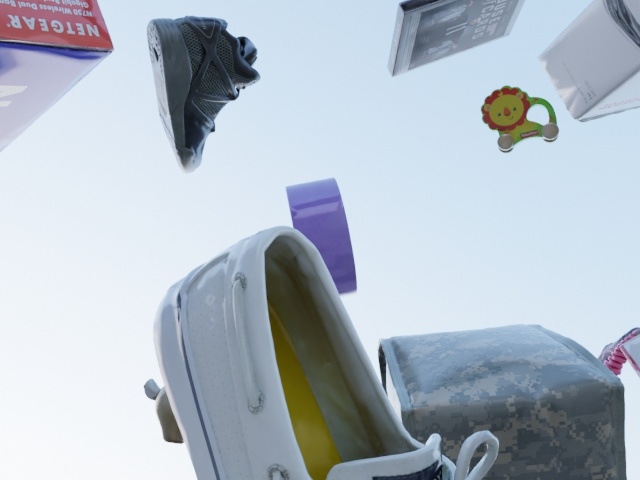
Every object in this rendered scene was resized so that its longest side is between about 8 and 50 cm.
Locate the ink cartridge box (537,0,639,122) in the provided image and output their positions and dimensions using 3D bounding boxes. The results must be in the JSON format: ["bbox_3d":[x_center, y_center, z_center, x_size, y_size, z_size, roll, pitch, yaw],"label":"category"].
[{"bbox_3d":[0.310,-0.196,0.513,0.140,0.082,0.190,-17,-15,-28],"label":"ink cartridge box"}]

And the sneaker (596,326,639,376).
[{"bbox_3d":[0.526,0.193,1.057,0.047,0.057,0.119,27,-66,-9],"label":"sneaker"}]

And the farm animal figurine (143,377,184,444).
[{"bbox_3d":[-0.089,0.225,0.517,0.327,0.330,0.172,-27,-38,-21],"label":"farm animal figurine"}]

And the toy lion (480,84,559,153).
[{"bbox_3d":[0.288,-0.181,0.870,0.100,0.095,0.034,-11,-7,20],"label":"toy lion"}]

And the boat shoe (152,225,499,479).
[{"bbox_3d":[0.031,0.153,0.345,0.156,0.366,0.136,-36,-22,35],"label":"boat shoe"}]

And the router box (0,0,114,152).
[{"bbox_3d":[-0.309,-0.190,0.404,0.336,0.082,0.300,-22,-93,37],"label":"router box"}]

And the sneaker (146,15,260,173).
[{"bbox_3d":[-0.138,-0.178,0.750,0.131,0.087,0.227,-17,-36,-22],"label":"sneaker"}]

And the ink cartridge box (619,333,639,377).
[{"bbox_3d":[0.243,0.117,0.334,0.056,0.099,0.135,-37,-75,17],"label":"ink cartridge box"}]

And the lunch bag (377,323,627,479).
[{"bbox_3d":[0.200,0.198,0.748,0.236,0.287,0.168,-8,-78,2],"label":"lunch bag"}]

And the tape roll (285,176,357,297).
[{"bbox_3d":[0.000,0.000,0.933,0.080,0.188,0.188,-10,-42,-3],"label":"tape roll"}]

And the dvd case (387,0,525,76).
[{"bbox_3d":[0.234,-0.373,1.009,0.239,0.029,0.179,-21,-16,-6],"label":"dvd case"}]
